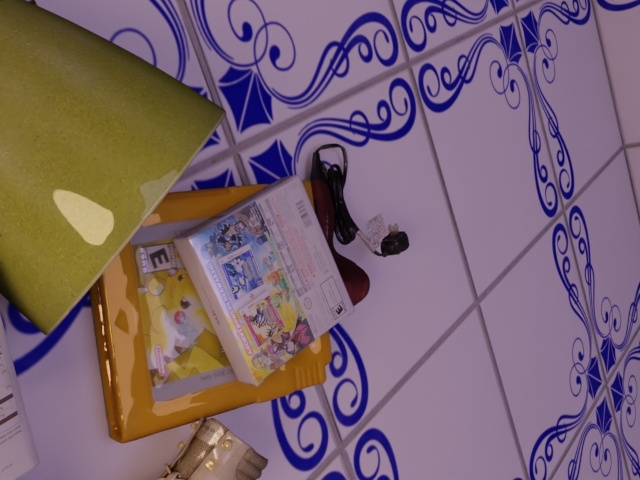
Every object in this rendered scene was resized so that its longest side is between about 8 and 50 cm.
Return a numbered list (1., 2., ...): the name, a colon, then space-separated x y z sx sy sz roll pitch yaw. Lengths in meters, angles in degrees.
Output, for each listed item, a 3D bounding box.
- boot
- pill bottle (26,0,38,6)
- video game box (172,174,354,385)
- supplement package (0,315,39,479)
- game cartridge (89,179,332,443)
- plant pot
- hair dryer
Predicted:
1. boot: -0.180 0.286 0.892 0.262 0.095 0.203 43 74 -43
2. pill bottle: -0.311 -0.200 0.854 0.065 0.065 0.116 -49 122 -40
3. video game box: -0.065 0.047 1.003 0.187 0.048 0.205 -34 108 -38
4. supplement package: -0.382 0.092 0.597 0.198 0.199 0.262 -30 111 -65
5. game cartridge: -0.129 0.075 1.006 0.324 0.053 0.285 -9 93 -37
6. plant pot: -0.287 -0.109 0.736 0.293 0.275 0.274 39 55 -13
7. hair dryer: 0.000 0.000 1.215 0.223 0.080 0.293 51 45 -6
